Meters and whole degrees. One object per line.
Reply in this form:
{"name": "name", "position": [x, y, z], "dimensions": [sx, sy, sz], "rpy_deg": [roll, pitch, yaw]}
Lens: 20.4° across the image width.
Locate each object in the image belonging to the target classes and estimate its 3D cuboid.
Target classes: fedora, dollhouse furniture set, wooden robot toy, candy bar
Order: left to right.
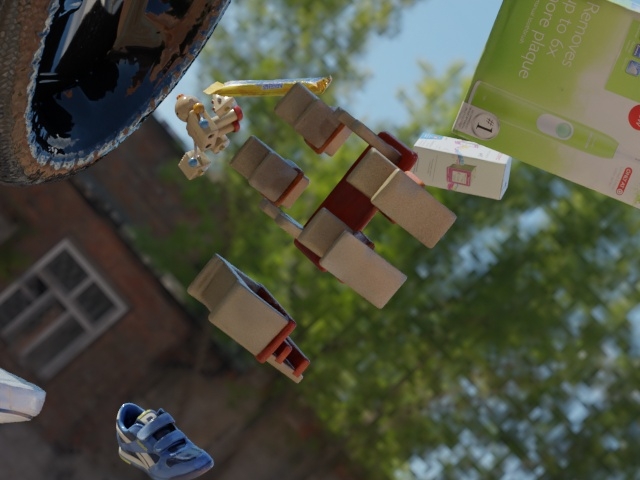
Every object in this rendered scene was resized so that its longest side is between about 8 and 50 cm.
{"name": "fedora", "position": [-0.166, -0.206, 1.180], "dimensions": [0.152, 0.334, 0.334], "rpy_deg": [34, -13, 15]}
{"name": "wooden robot toy", "position": [-0.154, -0.158, 2.302], "dimensions": [0.079, 0.076, 0.173], "rpy_deg": [50, -29, 15]}
{"name": "candy bar", "position": [-0.061, -0.185, 2.143], "dimensions": [0.161, 0.040, 0.018], "rpy_deg": [-1, -70, 24]}
{"name": "dollhouse furniture set", "position": [0.000, 0.000, 1.799], "dimensions": [0.135, 0.259, 0.262], "rpy_deg": [37, 5, -33]}

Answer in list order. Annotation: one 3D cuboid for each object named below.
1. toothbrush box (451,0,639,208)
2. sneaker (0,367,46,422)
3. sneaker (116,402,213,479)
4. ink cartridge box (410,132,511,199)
{"name": "toothbrush box", "position": [0.319, -0.171, 2.023], "dimensions": [0.283, 0.206, 0.122], "rpy_deg": [23, 15, 4]}
{"name": "sneaker", "position": [-0.327, 0.142, 1.481], "dimensions": [0.094, 0.091, 0.258], "rpy_deg": [24, 5, 27]}
{"name": "sneaker", "position": [-0.168, 0.212, 1.860], "dimensions": [0.144, 0.053, 0.059], "rpy_deg": [14, -60, 46]}
{"name": "ink cartridge box", "position": [0.181, -0.096, 2.285], "dimensions": [0.122, 0.052, 0.088], "rpy_deg": [13, 17, 8]}
